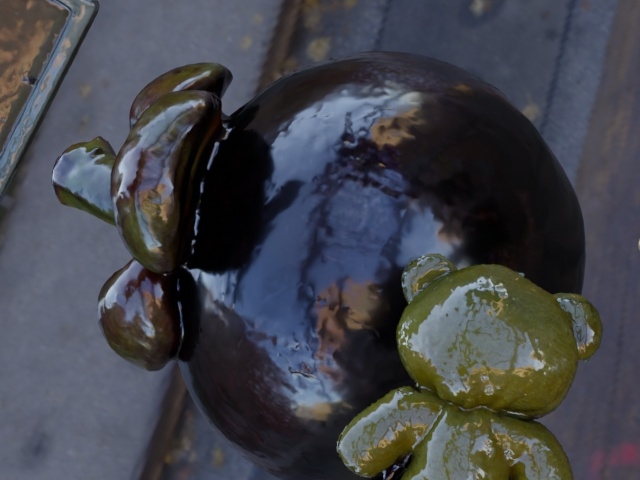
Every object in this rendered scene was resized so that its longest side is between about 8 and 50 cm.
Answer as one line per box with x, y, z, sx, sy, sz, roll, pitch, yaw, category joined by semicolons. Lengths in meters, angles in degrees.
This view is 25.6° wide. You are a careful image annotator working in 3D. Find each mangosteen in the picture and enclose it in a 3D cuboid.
0.000;0.000;1.150;0.382;0.435;0.382;-56;8;12;mangosteen

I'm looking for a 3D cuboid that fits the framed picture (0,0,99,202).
-0.317;-0.080;0.935;0.324;0.240;0.020;-60;4;21;framed picture

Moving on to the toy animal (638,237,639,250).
0.215;-0.013;0.849;0.081;0.060;0.083;-7;40;-13;toy animal

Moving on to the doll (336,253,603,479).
0.085;0.118;0.819;0.137;0.097;0.209;14;84;15;doll
